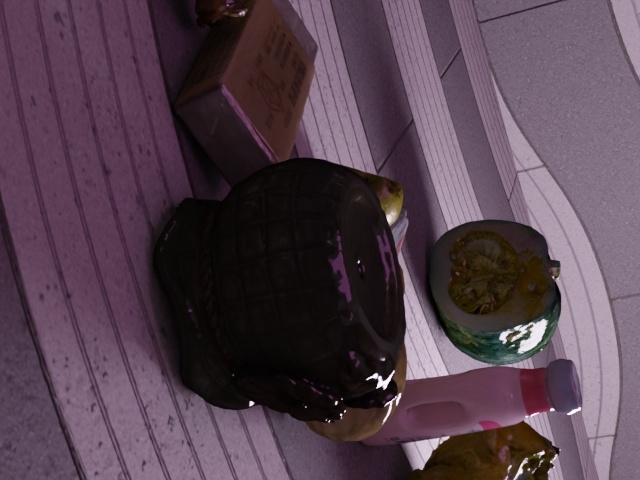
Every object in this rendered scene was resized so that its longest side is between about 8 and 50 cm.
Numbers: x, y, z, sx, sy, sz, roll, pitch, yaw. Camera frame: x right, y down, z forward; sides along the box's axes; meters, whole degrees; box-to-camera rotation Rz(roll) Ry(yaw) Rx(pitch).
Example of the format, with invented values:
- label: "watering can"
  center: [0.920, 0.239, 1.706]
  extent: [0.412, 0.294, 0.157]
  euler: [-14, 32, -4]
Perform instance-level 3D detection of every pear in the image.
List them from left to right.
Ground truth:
- label: "pear"
  center: [0.054, -0.058, 1.755]
  extent: [0.141, 0.141, 0.104]
  euler: [25, 81, -67]

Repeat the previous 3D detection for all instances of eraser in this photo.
- label: "eraser"
  center: [-0.086, -0.216, 1.483]
  extent: [0.144, 0.078, 0.343]
  euler: [55, 27, -26]

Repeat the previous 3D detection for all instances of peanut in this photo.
- label: "peanut"
  center: [0.043, 0.115, 1.534]
  extent: [0.174, 0.158, 0.340]
  euler: [49, 40, -47]

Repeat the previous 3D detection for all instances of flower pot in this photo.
- label: "flower pot"
  center: [-0.031, 0.067, 1.281]
  extent: [0.302, 0.213, 0.302]
  euler: [-13, 90, -70]

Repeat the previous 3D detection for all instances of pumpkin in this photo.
- label: "pumpkin"
  center: [0.368, 0.122, 2.324]
  extent: [0.197, 0.263, 0.293]
  euler: [66, 22, -47]

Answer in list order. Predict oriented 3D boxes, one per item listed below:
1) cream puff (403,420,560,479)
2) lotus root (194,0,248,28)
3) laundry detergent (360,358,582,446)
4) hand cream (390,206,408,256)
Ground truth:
- label: "cream puff"
  center: [0.250, 0.445, 1.880]
  extent: [0.274, 0.269, 0.324]
  euler: [166, -87, -75]
- label: "lotus root"
  center: [-0.144, -0.415, 1.385]
  extent: [0.146, 0.130, 0.303]
  euler: [-44, 120, -67]
- label: "laundry detergent"
  center: [0.213, 0.237, 1.681]
  extent: [0.159, 0.335, 0.088]
  euler: [43, 39, -58]
- label: "hand cream"
  center: [0.128, 0.009, 2.057]
  extent: [0.052, 0.038, 0.216]
  euler: [44, 36, -16]
